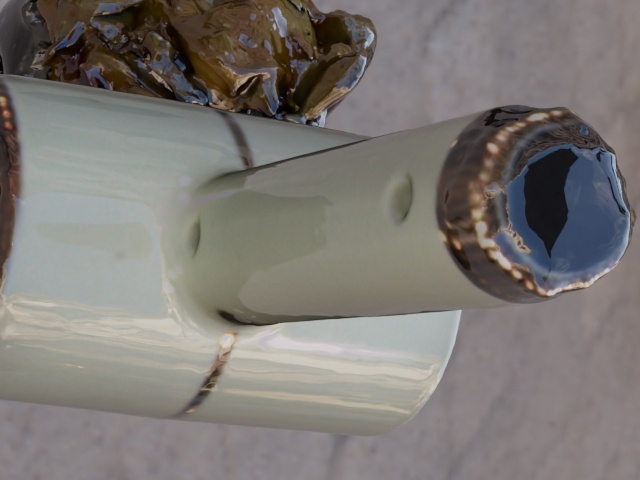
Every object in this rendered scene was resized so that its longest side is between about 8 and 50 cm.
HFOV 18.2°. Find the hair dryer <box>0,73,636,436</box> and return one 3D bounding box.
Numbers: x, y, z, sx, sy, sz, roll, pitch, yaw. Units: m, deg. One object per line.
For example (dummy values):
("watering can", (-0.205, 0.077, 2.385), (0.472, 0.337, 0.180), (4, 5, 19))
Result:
("hair dryer", (0.000, 0.000, 0.699), (0.203, 0.362, 0.128), (9, 82, -27))

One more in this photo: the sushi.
("sushi", (-0.090, -0.100, 1.236), (0.204, 0.213, 0.200), (-50, -158, 20))
